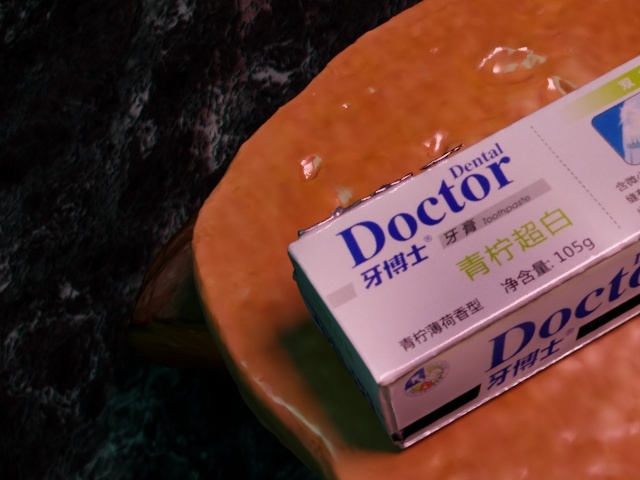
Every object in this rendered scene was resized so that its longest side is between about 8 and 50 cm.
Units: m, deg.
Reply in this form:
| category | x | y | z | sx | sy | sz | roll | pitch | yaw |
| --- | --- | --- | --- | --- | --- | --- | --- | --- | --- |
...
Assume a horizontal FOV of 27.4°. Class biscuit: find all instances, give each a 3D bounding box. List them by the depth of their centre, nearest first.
| category | x | y | z | sx | sy | sz | roll | pitch | yaw |
| --- | --- | --- | --- | --- | --- | --- | --- | --- | --- |
| biscuit | 0.142 | 0.000 | 0.621 | 0.385 | 0.062 | 0.365 | -26 | 53 | -7 |

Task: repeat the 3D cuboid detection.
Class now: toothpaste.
| category | x | y | z | sx | sy | sz | roll | pitch | yaw |
| --- | --- | --- | --- | --- | --- | --- | --- | --- | --- |
| toothpaste | 0.152 | -0.035 | 0.564 | 0.336 | 0.067 | 0.081 | -29 | 55 | -9 |

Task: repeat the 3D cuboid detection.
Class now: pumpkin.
| category | x | y | z | sx | sy | sz | roll | pitch | yaw |
| --- | --- | --- | --- | --- | --- | --- | --- | --- | --- |
| pumpkin | 0.000 | 0.000 | 0.760 | 0.312 | 0.148 | 0.169 | 6 | 74 | 36 |
